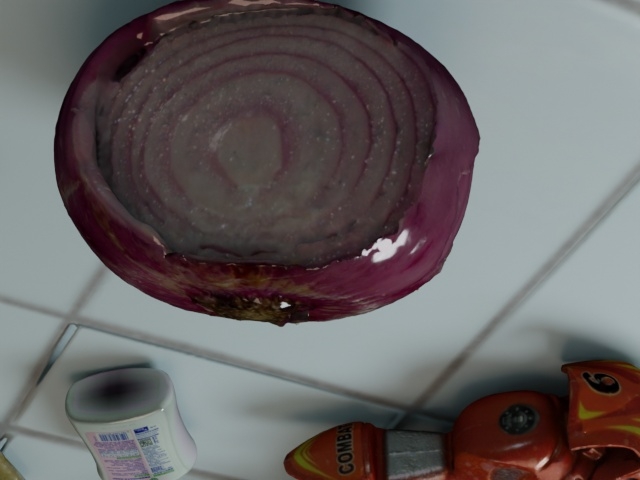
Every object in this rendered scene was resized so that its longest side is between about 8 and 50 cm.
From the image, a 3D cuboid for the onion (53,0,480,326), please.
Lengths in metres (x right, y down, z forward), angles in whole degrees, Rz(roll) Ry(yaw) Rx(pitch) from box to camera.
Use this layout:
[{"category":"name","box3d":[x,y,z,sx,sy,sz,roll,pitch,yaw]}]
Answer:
[{"category":"onion","box3d":[-0.025,-0.035,0.935,0.207,0.200,0.200,-23,140,-6]}]

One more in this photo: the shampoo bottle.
[{"category":"shampoo bottle","box3d":[-0.123,0.129,1.216,0.072,0.043,0.099,-9,141,6]}]

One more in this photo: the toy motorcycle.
[{"category":"toy motorcycle","box3d":[0.138,0.159,1.238,0.298,0.089,0.171,-14,138,13]}]

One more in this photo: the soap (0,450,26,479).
[{"category":"soap","box3d":[-0.302,0.143,1.195,0.140,0.073,0.232,-16,138,12]}]
